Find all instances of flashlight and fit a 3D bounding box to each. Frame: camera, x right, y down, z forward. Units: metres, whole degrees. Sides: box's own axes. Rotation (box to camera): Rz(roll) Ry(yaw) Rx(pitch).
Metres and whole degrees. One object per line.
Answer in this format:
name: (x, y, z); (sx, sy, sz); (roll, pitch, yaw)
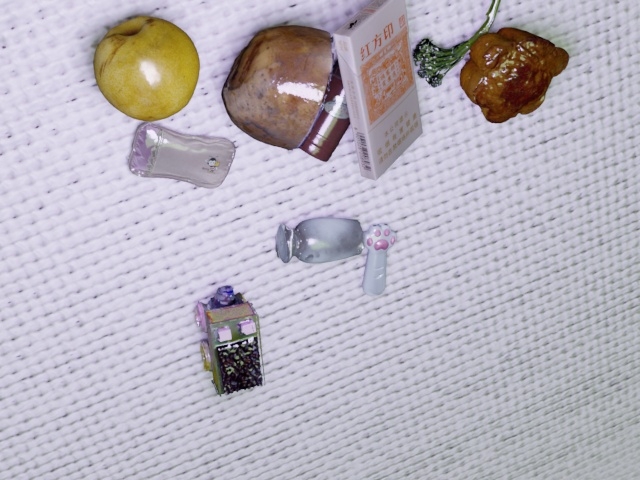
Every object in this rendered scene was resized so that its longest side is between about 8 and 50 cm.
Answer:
flashlight: (0.144, 0.053, 2.089); (0.093, 0.047, 0.200); (-3, 114, -19)

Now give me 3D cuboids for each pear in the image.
pear: (-0.343, -0.337, 1.638); (0.208, 0.209, 0.209); (-8, 116, -16)

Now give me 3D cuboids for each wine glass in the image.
wine glass: (0.000, 0.000, 1.974); (0.204, 0.111, 0.111); (-4, 115, -16)

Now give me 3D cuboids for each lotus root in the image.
lotus root: (-0.098, -0.334, 1.710); (0.192, 0.272, 0.272); (17, 108, -14)

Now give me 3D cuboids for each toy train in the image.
toy train: (-0.221, 0.244, 1.971); (0.134, 0.177, 0.261); (-11, 118, -15)

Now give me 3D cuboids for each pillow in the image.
pillow: (-0.307, -0.184, 1.818); (0.232, 0.038, 0.131); (11, 113, -27)

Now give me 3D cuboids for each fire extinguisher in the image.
fire extinguisher: (0.053, -0.346, 1.821); (0.344, 0.102, 0.138); (-59, 161, 13)

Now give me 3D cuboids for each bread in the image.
bread: (0.440, -0.387, 1.916); (0.246, 0.135, 0.232); (4, 125, -36)

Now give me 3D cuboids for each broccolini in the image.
broccolini: (0.313, -0.483, 1.889); (0.123, 0.062, 0.271); (28, 108, -44)

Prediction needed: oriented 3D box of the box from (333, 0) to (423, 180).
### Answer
box: (0.133, -0.333, 1.780); (0.204, 0.051, 0.365); (-45, 139, -31)
